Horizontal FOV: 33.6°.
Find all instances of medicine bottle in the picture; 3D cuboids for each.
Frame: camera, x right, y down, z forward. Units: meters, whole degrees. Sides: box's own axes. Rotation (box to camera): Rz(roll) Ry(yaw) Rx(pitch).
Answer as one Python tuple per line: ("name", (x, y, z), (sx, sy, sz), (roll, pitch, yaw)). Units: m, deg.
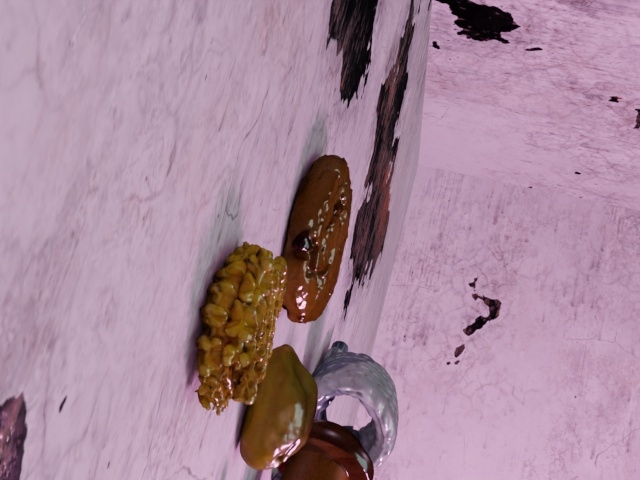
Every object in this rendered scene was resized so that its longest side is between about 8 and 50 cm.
("medicine bottle", (0.025, 0.292, 2.384), (0.208, 0.053, 0.090), (-62, 162, -64))

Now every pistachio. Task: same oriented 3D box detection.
("pistachio", (-0.057, 0.246, 1.559), (0.110, 0.100, 0.189), (89, 16, -73))

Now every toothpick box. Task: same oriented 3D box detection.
("toothpick box", (-0.026, 0.451, 1.823), (0.192, 0.192, 0.294), (93, 17, -49))

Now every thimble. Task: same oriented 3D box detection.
("thimble", (0.056, 0.362, 2.148), (0.172, 0.205, 0.250), (-78, 170, -71))

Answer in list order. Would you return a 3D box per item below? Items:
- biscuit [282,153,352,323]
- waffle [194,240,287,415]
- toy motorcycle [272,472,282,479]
("biscuit", (0.002, 0.000, 1.694), (0.296, 0.075, 0.296), (12, 90, -82))
("waffle", (-0.089, 0.102, 1.219), (0.193, 0.070, 0.197), (-2, 104, -83))
("toy motorcycle", (-0.029, 0.510, 2.061), (0.094, 0.130, 0.229), (-53, 163, -20))
